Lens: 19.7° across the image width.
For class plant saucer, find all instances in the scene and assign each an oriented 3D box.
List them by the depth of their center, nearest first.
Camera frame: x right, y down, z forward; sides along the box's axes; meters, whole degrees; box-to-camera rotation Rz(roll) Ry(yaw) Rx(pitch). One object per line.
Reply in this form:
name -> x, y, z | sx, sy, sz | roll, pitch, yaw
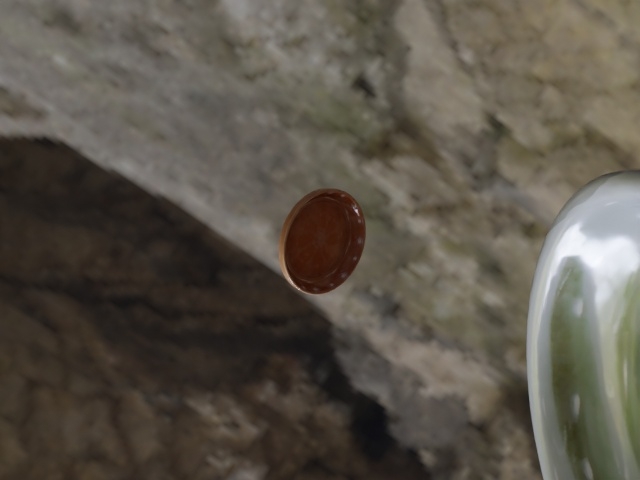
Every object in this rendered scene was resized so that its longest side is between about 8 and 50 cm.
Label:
plant saucer -> 0.270, 0.142, 1.201 | 0.400, 0.100, 0.400 | 168, -90, -70
plant saucer -> 0.000, 0.000, 1.412 | 0.013, 0.083, 0.083 | 21, -104, 46
